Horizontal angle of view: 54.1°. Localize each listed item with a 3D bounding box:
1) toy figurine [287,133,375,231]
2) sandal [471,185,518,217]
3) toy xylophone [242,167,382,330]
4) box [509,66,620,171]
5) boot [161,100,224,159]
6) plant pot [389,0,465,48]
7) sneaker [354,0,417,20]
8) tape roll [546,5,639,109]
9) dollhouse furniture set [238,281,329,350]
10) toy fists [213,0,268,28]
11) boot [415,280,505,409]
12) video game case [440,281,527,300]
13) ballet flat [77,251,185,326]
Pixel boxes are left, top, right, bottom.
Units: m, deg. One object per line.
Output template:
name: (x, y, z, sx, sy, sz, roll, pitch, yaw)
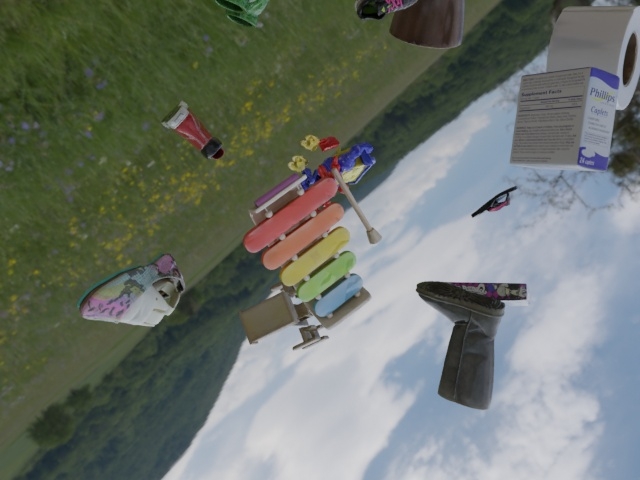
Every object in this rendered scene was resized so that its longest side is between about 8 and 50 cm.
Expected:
toy figurine: (0.049, -0.138, 1.555, 0.217, 0.191, 0.362, -24, 166, -29)
sandal: (0.504, -0.102, 1.789, 0.067, 0.040, 0.179, -19, 164, -36)
toy xylophone: (0.000, 0.000, 1.199, 0.236, 0.323, 0.081, -43, -150, -9)
box: (0.355, -0.174, 0.917, 0.126, 0.072, 0.137, 14, -81, 59)
boot: (-0.350, -0.299, 1.753, 0.088, 0.176, 0.244, -47, -157, 2)
plant pot: (0.319, -0.690, 1.764, 0.215, 0.215, 0.230, -49, 153, -50)
sneaker: (0.163, -0.582, 1.545, 0.170, 0.063, 0.075, -7, -138, 19)
tape roll: (0.685, -0.454, 1.557, 0.169, 0.246, 0.246, 14, -134, 36)
dollhouse furniture set: (-0.117, 0.241, 1.954, 0.161, 0.212, 0.242, -27, 163, 16)
toy fists: (-0.149, -0.538, 1.306, 0.279, 0.096, 0.142, -76, -176, -82)
boot: (0.252, 0.196, 1.188, 0.076, 0.189, 0.209, -19, 122, -47)
video game case: (0.376, 0.126, 1.462, 0.210, 0.042, 0.232, -1, 171, 20)
ballet flat: (-0.225, 0.069, 0.810, 0.077, 0.079, 0.221, -45, -179, 11)
